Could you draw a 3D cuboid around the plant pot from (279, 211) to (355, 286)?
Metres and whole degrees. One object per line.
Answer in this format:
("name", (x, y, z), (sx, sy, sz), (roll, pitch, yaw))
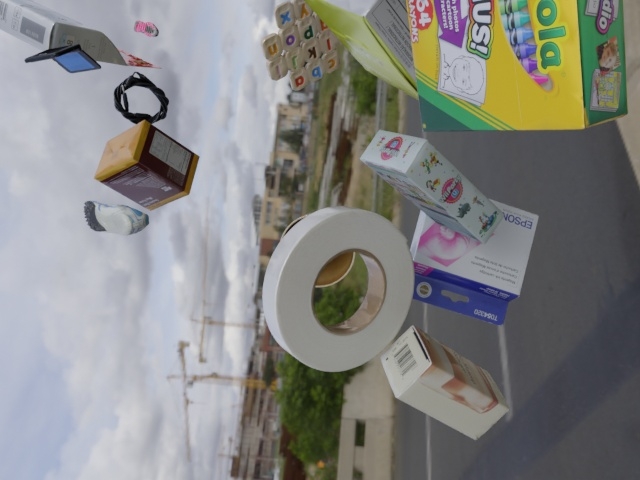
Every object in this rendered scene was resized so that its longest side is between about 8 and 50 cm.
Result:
("plant pot", (0.000, 0.000, 2.094), (0.254, 0.237, 0.237), (-72, -11, -74))

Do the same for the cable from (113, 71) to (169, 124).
("cable", (-0.588, -0.454, 2.114), (0.150, 0.184, 0.047), (-53, 38, -7))

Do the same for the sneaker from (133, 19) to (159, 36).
("sneaker", (-0.572, -0.705, 2.142), (0.057, 0.119, 0.047), (6, -71, -54))

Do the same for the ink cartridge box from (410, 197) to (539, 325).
("ink cartridge box", (0.415, 0.038, 1.778), (0.071, 0.324, 0.330), (145, 141, -78))

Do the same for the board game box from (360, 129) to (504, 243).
("board game box", (0.271, -0.133, 1.561), (0.097, 0.303, 0.224), (-55, 29, -1))

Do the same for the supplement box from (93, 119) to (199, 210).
("supplement box", (-0.479, -0.202, 1.774), (0.194, 0.191, 0.129), (34, -127, -39))

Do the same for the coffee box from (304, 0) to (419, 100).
("coffee box", (0.207, -0.579, 1.513), (0.334, 0.338, 0.337), (-49, 43, 4))

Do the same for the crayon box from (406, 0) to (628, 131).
("crayon box", (0.256, -0.341, 0.899), (0.313, 0.106, 0.363), (15, 119, 59))

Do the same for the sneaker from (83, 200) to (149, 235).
("sneaker", (-0.563, -0.063, 1.749), (0.086, 0.237, 0.085), (-14, -67, -52))

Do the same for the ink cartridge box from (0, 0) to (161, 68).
("ink cartridge box", (-0.665, -0.571, 1.748), (0.385, 0.308, 0.091), (-14, -52, -58))

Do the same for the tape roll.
("tape roll", (0.052, 0.113, 1.498), (0.072, 0.392, 0.392), (21, 108, 58))

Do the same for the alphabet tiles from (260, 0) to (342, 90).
("alphabet tiles", (-0.034, -0.565, 1.792), (0.021, 0.284, 0.278), (49, 164, 36))

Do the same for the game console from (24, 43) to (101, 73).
("game console", (-0.586, -0.402, 1.456), (0.107, 0.122, 0.071), (-48, -50, -45))

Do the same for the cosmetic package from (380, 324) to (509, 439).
("cosmetic package", (0.309, 0.355, 1.588), (0.129, 0.296, 0.153), (-48, 30, 16))
